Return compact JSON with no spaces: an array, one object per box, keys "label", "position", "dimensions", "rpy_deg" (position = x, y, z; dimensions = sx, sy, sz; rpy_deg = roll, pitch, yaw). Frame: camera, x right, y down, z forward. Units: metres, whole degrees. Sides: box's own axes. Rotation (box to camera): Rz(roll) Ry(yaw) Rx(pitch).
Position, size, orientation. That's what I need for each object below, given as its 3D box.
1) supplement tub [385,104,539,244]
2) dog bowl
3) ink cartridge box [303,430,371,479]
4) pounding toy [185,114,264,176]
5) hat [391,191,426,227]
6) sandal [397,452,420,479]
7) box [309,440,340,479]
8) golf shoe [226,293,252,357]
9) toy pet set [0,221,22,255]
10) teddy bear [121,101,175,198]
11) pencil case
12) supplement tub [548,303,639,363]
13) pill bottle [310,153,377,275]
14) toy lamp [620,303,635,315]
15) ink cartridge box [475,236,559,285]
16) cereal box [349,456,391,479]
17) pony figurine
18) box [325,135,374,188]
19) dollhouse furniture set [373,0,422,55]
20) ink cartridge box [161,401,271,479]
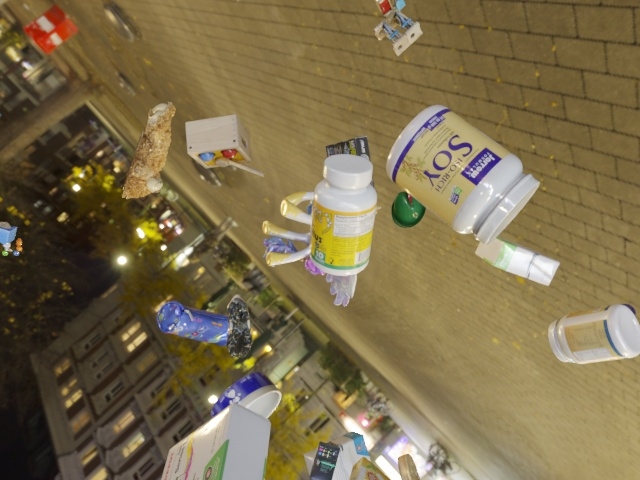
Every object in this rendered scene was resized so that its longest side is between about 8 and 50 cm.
[{"label":"supplement tub","position":[0.362,-0.168,1.372],"dimensions":[0.331,0.241,0.241],"rpy_deg":[41,169,19]},{"label":"dog bowl","position":[-0.284,0.635,2.034],"dimensions":[0.104,0.265,0.265],"rpy_deg":[44,169,28]},{"label":"ink cartridge box","position":[0.060,0.714,1.687],"dimensions":[0.082,0.191,0.139],"rpy_deg":[-17,87,64]},{"label":"pounding toy","position":[-0.205,-0.197,1.161],"dimensions":[0.141,0.130,0.100],"rpy_deg":[50,-147,-78]},{"label":"hat","position":[0.354,-0.179,2.334],"dimensions":[0.173,0.208,0.184],"rpy_deg":[-4,163,33]},{"label":"sandal","position":[0.234,0.559,1.105],"dimensions":[0.088,0.079,0.239],"rpy_deg":[42,-154,-47]},{"label":"box","position":[0.010,0.510,1.211],"dimensions":[0.052,0.083,0.062],"rpy_deg":[15,155,5]},{"label":"golf shoe","position":[-0.240,0.253,1.573],"dimensions":[0.094,0.077,0.198],"rpy_deg":[-109,23,-67]},{"label":"toy pet set","position":[-0.895,0.008,1.497],"dimensions":[0.065,0.114,0.122],"rpy_deg":[36,-160,32]},{"label":"teddy bear","position":[-0.526,-0.276,1.677],"dimensions":[0.113,0.337,0.245],"rpy_deg":[17,-170,-22]},{"label":"pencil case","position":[-0.450,0.307,1.956],"dimensions":[0.306,0.133,0.119],"rpy_deg":[28,-137,-48]},{"label":"supplement tub","position":[0.757,0.263,1.466],"dimensions":[0.144,0.144,0.200],"rpy_deg":[49,141,-11]},{"label":"pill bottle","position":[0.043,-0.048,0.990],"dimensions":[0.118,0.118,0.208],"rpy_deg":[38,135,41]},{"label":"toy lamp","position":[1.140,0.314,1.975],"dimensions":[0.080,0.080,0.275],"rpy_deg":[38,176,41]},{"label":"ink cartridge box","position":[0.834,0.075,2.255],"dimensions":[0.273,0.114,0.198],"rpy_deg":[20,-169,-11]},{"label":"cereal box","position":[0.125,0.602,1.138],"dimensions":[0.173,0.047,0.240],"rpy_deg":[42,-161,3]},{"label":"pony figurine","position":[0.000,0.000,1.688],"dimensions":[0.302,0.364,0.350],"rpy_deg":[53,132,46]},{"label":"box","position":[0.120,-0.262,2.108],"dimensions":[0.216,0.060,0.269],"rpy_deg":[-1,101,58]},{"label":"dollhouse furniture set","position":[0.268,-0.809,1.956],"dimensions":[0.129,0.129,0.184],"rpy_deg":[51,-173,29]},{"label":"ink cartridge box","position":[-0.248,0.529,1.196],"dimensions":[0.117,0.278,0.201],"rpy_deg":[35,-148,-23]}]
